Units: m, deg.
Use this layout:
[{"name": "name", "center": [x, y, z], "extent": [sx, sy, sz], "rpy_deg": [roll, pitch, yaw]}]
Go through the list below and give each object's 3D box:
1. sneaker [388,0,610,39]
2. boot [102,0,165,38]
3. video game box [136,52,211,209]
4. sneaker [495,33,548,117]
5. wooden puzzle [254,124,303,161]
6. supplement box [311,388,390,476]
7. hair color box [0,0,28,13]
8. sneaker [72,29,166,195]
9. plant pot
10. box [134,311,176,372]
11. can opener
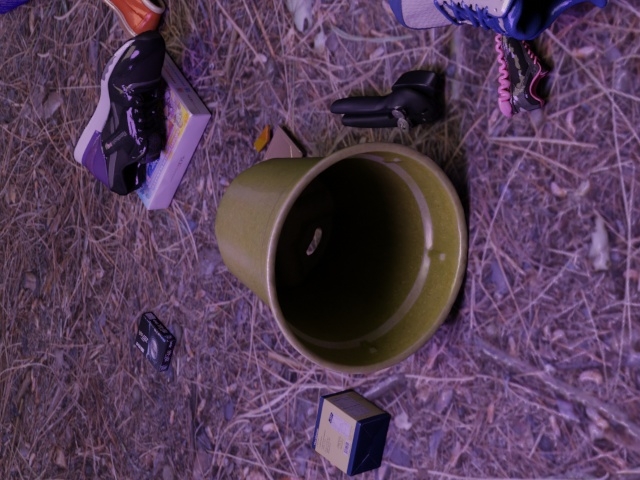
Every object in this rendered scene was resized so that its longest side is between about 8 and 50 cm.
[{"name": "sneaker", "center": [0.184, -0.271, 1.284], "extent": [0.296, 0.112, 0.131], "rpy_deg": [-16, 60, 45]}, {"name": "boot", "center": [-0.304, -0.398, 1.927], "extent": [0.158, 0.059, 0.084], "rpy_deg": [53, 129, 19]}, {"name": "video game box", "center": [-0.268, -0.185, 1.921], "extent": [0.187, 0.048, 0.205], "rpy_deg": [56, 133, 30]}, {"name": "sneaker", "center": [0.228, -0.200, 1.347], "extent": [0.057, 0.047, 0.119], "rpy_deg": [-2, 95, 28]}, {"name": "wooden puzzle", "center": [-0.052, -0.119, 1.705], "extent": [0.116, 0.014, 0.078], "rpy_deg": [57, 138, 27]}, {"name": "supplement box", "center": [0.040, 0.259, 1.621], "extent": [0.083, 0.056, 0.083], "rpy_deg": [30, 118, 43]}, {"name": "hair color box", "center": [-0.548, -0.534, 2.150], "extent": [0.339, 0.110, 0.185], "rpy_deg": [-7, 90, 52]}, {"name": "sneaker", "center": [-0.275, -0.189, 1.839], "extent": [0.124, 0.107, 0.283], "rpy_deg": [45, 132, 16]}, {"name": "plant pot", "center": [0.000, 0.000, 1.501], "extent": [0.254, 0.276, 0.276], "rpy_deg": [20, 111, 59]}, {"name": "box", "center": [-0.278, 0.170, 2.010], "extent": [0.083, 0.018, 0.067], "rpy_deg": [43, 126, 37]}, {"name": "can opener", "center": [0.082, -0.165, 1.517], "extent": [0.186, 0.073, 0.059], "rpy_deg": [-6, 130, 53]}]
